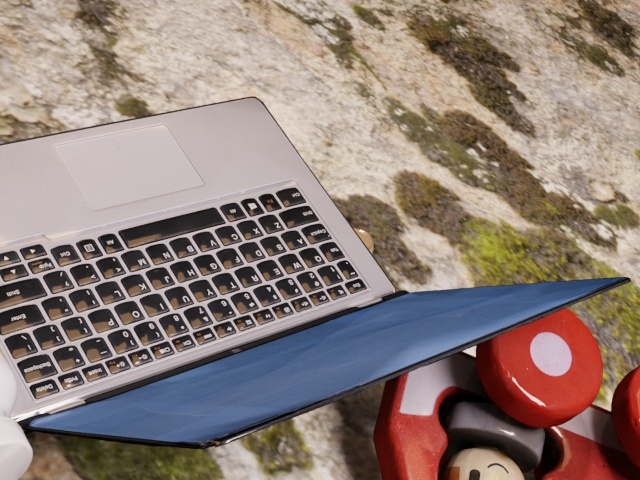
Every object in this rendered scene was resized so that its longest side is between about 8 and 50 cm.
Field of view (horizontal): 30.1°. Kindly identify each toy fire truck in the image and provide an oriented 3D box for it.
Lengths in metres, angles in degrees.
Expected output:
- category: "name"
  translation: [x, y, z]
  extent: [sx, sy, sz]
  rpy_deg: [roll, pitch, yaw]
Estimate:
- category: "toy fire truck"
  translation: [0.184, 0.209, 0.948]
  extent: [0.302, 0.169, 0.254]
  rpy_deg: [22, 56, -10]

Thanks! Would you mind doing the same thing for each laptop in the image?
- category: "laptop"
  translation: [-0.065, -0.011, 0.908]
  extent: [0.382, 0.236, 0.408]
  rpy_deg: [-16, 60, -37]

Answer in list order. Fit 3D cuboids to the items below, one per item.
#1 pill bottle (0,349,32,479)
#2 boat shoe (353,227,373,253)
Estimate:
- category: "pill bottle"
  translation: [-0.268, 0.087, 0.798]
  extent: [0.103, 0.103, 0.184]
  rpy_deg: [-11, 53, -43]
- category: "boat shoe"
  translation: [0.000, 0.000, 1.137]
  extent: [0.135, 0.045, 0.050]
  rpy_deg: [-2, 48, -36]
